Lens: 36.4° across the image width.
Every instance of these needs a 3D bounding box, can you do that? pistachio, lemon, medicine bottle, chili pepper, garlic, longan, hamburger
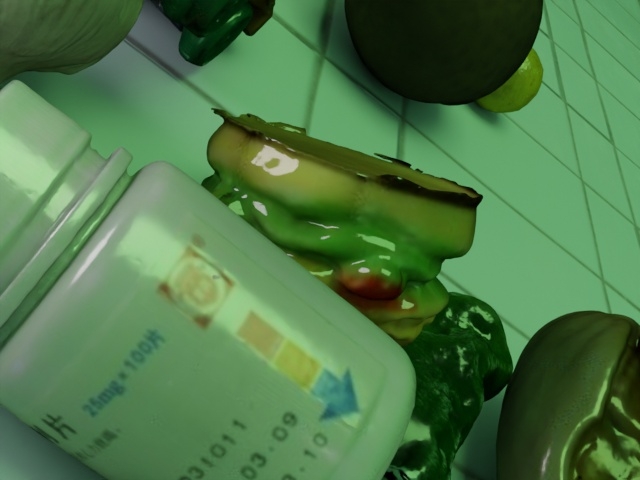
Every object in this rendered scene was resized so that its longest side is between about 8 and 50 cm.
[{"bbox_3d":[0.232,0.179,0.842,0.166,0.197,0.288,23,45,10],"label":"pistachio"},{"bbox_3d":[0.265,-0.237,1.403,0.109,0.109,0.133,53,25,9],"label":"lemon"},{"bbox_3d":[-0.100,0.050,0.567,0.293,0.170,0.170,40,32,-14],"label":"medicine bottle"},{"bbox_3d":[0.081,0.120,0.791,0.136,0.099,0.270,30,33,19],"label":"chili pepper"},{"bbox_3d":[-0.231,-0.145,0.659,0.219,0.219,0.212,6,91,-48],"label":"garlic"},{"bbox_3d":[0.152,-0.286,1.199,0.258,0.258,0.258,32,34,-25],"label":"longan"},{"bbox_3d":[0.000,0.000,0.737,0.237,0.148,0.237,19,9,-3],"label":"hamburger"}]

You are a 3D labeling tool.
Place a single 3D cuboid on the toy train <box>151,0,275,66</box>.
[{"bbox_3d":[-0.078,-0.304,0.842,0.178,0.249,0.429,46,-4,-3],"label":"toy train"}]
